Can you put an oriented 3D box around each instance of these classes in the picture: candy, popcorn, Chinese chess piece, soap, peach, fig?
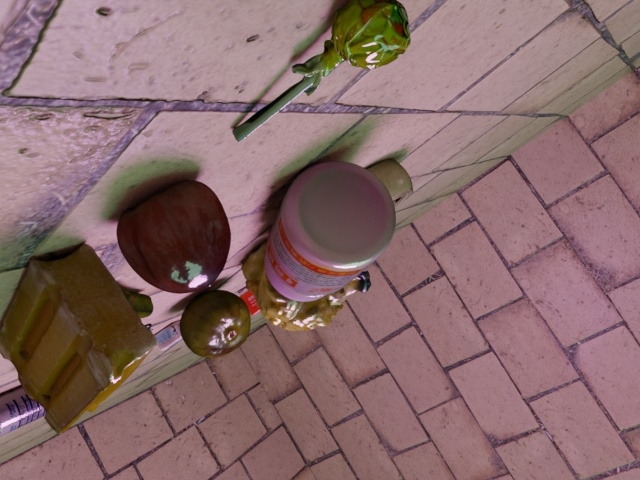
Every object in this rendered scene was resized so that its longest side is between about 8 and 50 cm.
[{"bbox_3d":[-0.013,-0.186,0.657,0.262,0.073,0.077,-29,157,34],"label":"candy"},{"bbox_3d":[-0.068,0.102,1.517,0.293,0.292,0.237,-31,-147,-6],"label":"popcorn"},{"bbox_3d":[0.116,-0.101,1.460,0.250,0.101,0.250,-32,172,-5],"label":"Chinese chess piece"},{"bbox_3d":[-0.377,0.157,0.865,0.091,0.199,0.315,-33,173,-47],"label":"soap"},{"bbox_3d":[-0.194,0.004,0.790,0.152,0.152,0.152,-31,172,-5],"label":"peach"},{"bbox_3d":[-0.313,0.226,1.644,0.203,0.202,0.225,-27,-147,-28],"label":"fig"}]

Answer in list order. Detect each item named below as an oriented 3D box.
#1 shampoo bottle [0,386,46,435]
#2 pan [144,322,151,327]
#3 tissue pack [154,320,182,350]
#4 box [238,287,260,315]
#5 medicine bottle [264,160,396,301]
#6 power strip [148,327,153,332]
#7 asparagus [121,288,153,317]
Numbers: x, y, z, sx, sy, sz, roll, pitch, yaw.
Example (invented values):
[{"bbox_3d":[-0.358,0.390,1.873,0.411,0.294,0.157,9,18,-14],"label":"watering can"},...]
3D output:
[{"bbox_3d":[-0.741,0.409,1.381,0.092,0.092,0.303,-37,171,31],"label":"shampoo bottle"},{"bbox_3d":[-0.537,0.257,1.439,0.235,0.028,0.136,-27,172,-12],"label":"pan"},{"bbox_3d":[-0.474,0.303,1.842,0.094,0.058,0.074,-34,174,16],"label":"tissue pack"},{"bbox_3d":[-0.186,0.177,2.030,0.182,0.099,0.133,-34,175,3],"label":"box"},{"bbox_3d":[0.000,0.000,1.227,0.219,0.219,0.388,-29,172,-19],"label":"medicine bottle"},{"bbox_3d":[-0.523,0.279,1.670,0.083,0.017,0.027,-28,173,-12],"label":"power strip"},{"bbox_3d":[-0.386,0.122,1.099,0.067,0.060,0.277,-50,174,-8],"label":"asparagus"}]
